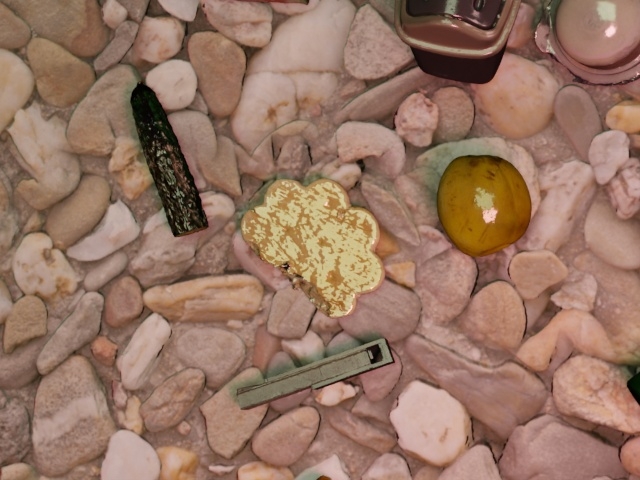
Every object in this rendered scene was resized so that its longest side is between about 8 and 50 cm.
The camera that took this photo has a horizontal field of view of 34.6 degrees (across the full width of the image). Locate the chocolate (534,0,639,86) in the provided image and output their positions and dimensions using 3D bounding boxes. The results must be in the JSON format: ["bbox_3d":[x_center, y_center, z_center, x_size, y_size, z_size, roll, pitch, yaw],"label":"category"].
[{"bbox_3d":[0.425,-0.340,1.581,0.221,0.147,0.221,4,98,32],"label":"chocolate"}]

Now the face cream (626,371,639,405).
[{"bbox_3d":[0.641,0.175,1.455,0.357,0.219,0.312,-39,78,3],"label":"face cream"}]

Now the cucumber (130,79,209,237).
[{"bbox_3d":[-0.266,-0.145,1.742,0.067,0.067,0.293,-23,78,6],"label":"cucumber"}]

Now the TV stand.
[{"bbox_3d":[-0.008,0.218,1.651,0.256,0.049,0.040,-20,78,7],"label":"TV stand"}]

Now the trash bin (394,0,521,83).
[{"bbox_3d":[0.217,-0.363,1.571,0.182,0.290,0.209,12,85,11],"label":"trash bin"}]

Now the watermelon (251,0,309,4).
[{"bbox_3d":[-0.160,-0.493,1.714,0.250,0.283,0.292,44,117,27],"label":"watermelon"}]

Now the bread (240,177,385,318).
[{"bbox_3d":[0.000,0.000,1.686,0.251,0.039,0.182,41,90,13],"label":"bread"}]

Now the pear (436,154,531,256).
[{"bbox_3d":[0.253,-0.058,1.594,0.149,0.149,0.162,-12,87,8],"label":"pear"}]

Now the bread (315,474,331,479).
[{"bbox_3d":[0.090,0.521,1.575,0.361,0.077,0.138,39,91,13],"label":"bread"}]
